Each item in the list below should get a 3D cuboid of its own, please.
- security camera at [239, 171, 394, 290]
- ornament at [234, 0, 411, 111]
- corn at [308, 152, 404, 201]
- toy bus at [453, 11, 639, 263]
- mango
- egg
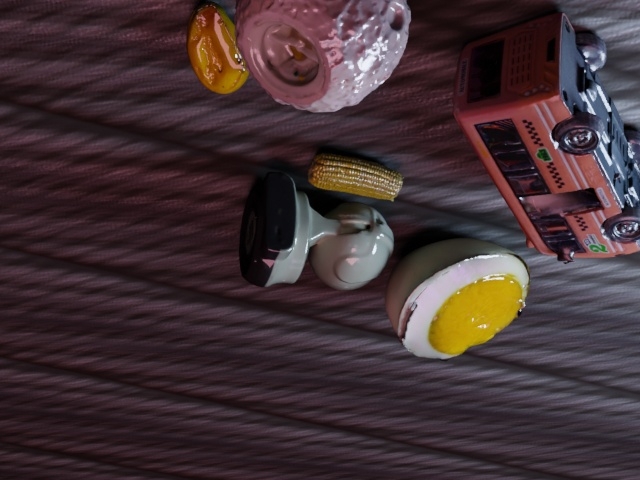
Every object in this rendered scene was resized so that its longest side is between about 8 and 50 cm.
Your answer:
[{"bbox_3d":[0.000,0.000,2.235,0.277,0.197,0.191,6,151,-14],"label":"security camera"},{"bbox_3d":[0.006,-0.320,1.763,0.259,0.225,0.259,24,140,21],"label":"ornament"},{"bbox_3d":[0.063,-0.113,2.165,0.165,0.063,0.085,13,140,-10],"label":"corn"},{"bbox_3d":[0.387,-0.149,1.969,0.233,0.203,0.427,-11,139,27],"label":"toy bus"},{"bbox_3d":[-0.166,-0.309,1.940,0.101,0.066,0.187,3,138,16],"label":"mango"},{"bbox_3d":[0.252,0.084,2.327,0.286,0.174,0.264,-24,137,-5],"label":"egg"}]
